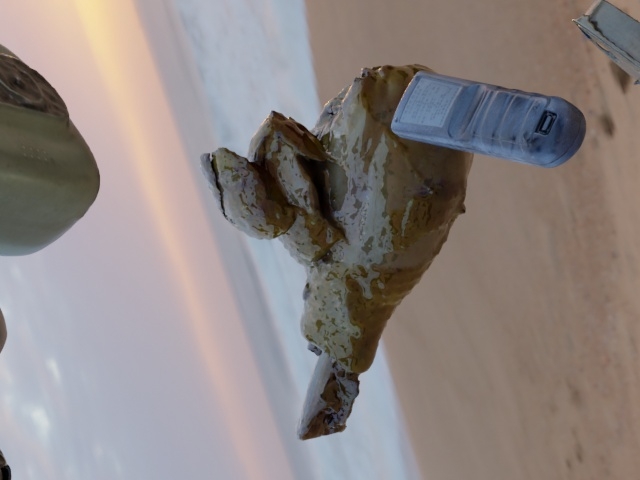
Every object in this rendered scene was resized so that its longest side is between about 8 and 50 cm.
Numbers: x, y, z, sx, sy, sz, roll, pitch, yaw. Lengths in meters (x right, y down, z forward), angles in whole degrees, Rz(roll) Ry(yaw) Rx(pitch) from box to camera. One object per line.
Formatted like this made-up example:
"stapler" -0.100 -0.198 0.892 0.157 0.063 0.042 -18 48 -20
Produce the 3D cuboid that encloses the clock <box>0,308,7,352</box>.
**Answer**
"clock" -0.342 0.116 1.127 0.080 0.176 0.117 42 180 -30

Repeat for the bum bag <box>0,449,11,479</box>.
"bum bag" -0.402 0.269 1.408 0.232 0.060 0.106 -23 88 45

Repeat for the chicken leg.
"chicken leg" 0.000 0.000 1.338 0.182 0.295 0.409 12 89 62

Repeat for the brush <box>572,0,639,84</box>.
"brush" 0.197 -0.005 0.524 0.070 0.065 0.327 23 -160 -41

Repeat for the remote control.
"remote control" 0.094 -0.071 0.747 0.152 0.027 0.043 20 89 59

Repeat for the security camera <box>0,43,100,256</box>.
"security camera" -0.232 -0.065 0.626 0.157 0.080 0.301 52 -160 22
